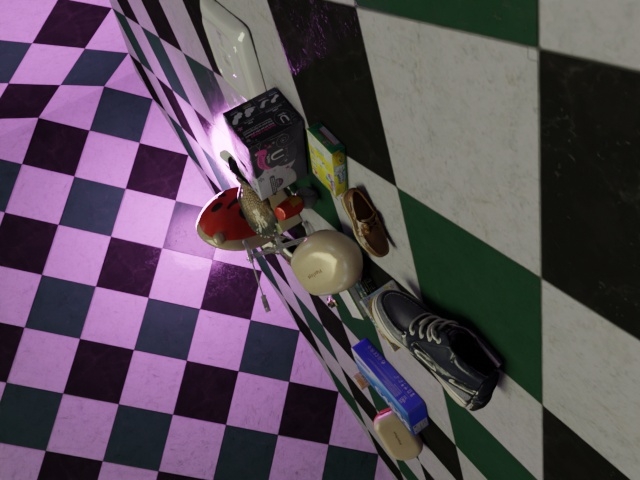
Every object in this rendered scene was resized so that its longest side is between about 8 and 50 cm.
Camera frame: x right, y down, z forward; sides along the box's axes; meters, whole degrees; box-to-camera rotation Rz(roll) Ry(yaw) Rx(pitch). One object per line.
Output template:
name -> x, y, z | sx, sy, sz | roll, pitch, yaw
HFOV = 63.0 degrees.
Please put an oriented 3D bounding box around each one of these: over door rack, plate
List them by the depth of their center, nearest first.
plate -> -0.244, -0.508, 1.448 | 0.277, 0.045, 0.278 | 49, 163, 35
over door rack -> -0.134, 0.089, 1.888 | 0.108, 0.240, 0.324 | -117, 12, -49

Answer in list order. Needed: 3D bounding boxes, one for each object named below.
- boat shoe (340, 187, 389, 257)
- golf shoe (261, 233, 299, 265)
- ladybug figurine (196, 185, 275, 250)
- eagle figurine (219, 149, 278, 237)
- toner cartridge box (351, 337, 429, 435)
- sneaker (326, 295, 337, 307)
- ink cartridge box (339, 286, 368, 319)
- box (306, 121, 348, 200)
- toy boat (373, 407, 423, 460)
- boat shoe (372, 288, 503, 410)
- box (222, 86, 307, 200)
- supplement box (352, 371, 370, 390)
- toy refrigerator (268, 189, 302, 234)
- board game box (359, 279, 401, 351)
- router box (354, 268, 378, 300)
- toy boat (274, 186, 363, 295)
boat shoe -> 0.106, -0.040, 1.197 | 0.178, 0.064, 0.060 | 61, 168, -3
golf shoe -> -0.151, 0.011, 2.105 | 0.273, 0.105, 0.120 | 33, 151, 19
ladybug figurine -> -0.306, -0.096, 2.002 | 0.449, 0.305, 0.162 | -68, -10, -67
eagle figurine -> -0.208, -0.188, 1.654 | 0.226, 0.298, 0.225 | 30, 137, -28
toner cartridge box -> 0.249, 0.527, 1.904 | 0.348, 0.075, 0.165 | 44, 160, 45
sneaker -> 0.039, 0.251, 2.120 | 0.031, 0.035, 0.083 | 63, 165, -17
ink cartridge box -> 0.092, 0.144, 1.648 | 0.209, 0.062, 0.109 | 60, 166, -5
box -> 0.019, -0.182, 1.241 | 0.105, 0.043, 0.179 | 50, 162, 28
toy boat -> 0.319, 0.764, 2.111 | 0.231, 0.151, 0.151 | 60, -164, -7
boat shoe -> 0.250, 0.199, 1.136 | 0.340, 0.127, 0.158 | 42, 154, 26
box -> -0.140, -0.247, 1.393 | 0.142, 0.163, 0.247 | 53, 166, 24
supplement box -> 0.188, 0.552, 2.122 | 0.062, 0.098, 0.036 | 49, 163, 32
toy refrigerator -> -0.181, -0.157, 1.884 | 0.269, 0.094, 0.102 | 59, 167, -2
board game box -> 0.185, 0.193, 1.341 | 0.154, 0.103, 0.026 | 57, 166, 5
router box -> 0.134, 0.142, 1.547 | 0.122, 0.038, 0.092 | 61, 167, -10
toy boat -> 0.000, 0.000, 1.498 | 0.267, 0.148, 0.318 | -25, 98, 49
